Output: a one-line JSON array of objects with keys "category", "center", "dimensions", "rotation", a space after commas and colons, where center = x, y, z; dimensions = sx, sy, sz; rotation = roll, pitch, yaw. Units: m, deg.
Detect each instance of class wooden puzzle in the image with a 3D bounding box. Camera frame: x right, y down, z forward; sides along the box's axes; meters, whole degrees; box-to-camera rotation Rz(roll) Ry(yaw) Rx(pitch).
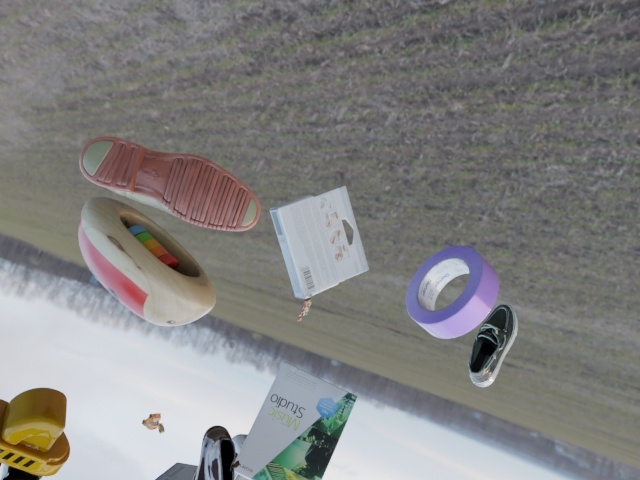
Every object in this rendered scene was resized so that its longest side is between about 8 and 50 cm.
[{"category": "wooden puzzle", "center": [-0.041, 0.186, 1.815], "dimensions": [0.006, 0.083, 0.049], "rotation": [25, -167, 21]}]

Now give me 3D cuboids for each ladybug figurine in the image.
[{"category": "ladybug figurine", "center": [-0.467, 0.061, 1.688], "dimensions": [0.449, 0.162, 0.305], "rotation": [42, -170, 18]}]

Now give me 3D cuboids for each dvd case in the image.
[{"category": "dvd case", "center": [-0.445, 0.837, 2.276], "dimensions": [0.252, 0.022, 0.180], "rotation": [0, -171, 22]}]

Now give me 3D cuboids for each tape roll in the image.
[{"category": "tape roll", "center": [0.389, 0.151, 1.949], "dimensions": [0.090, 0.275, 0.274], "rotation": [39, 162, -30]}]

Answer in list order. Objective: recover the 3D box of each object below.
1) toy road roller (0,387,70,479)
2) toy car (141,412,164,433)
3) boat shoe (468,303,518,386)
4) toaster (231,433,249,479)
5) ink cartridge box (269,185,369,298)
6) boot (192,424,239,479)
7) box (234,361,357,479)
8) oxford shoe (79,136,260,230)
[{"category": "toy road roller", "center": [-0.741, 0.444, 1.522], "dimensions": [0.329, 0.241, 0.202], "rotation": [35, -173, -28]}, {"category": "toy car", "center": [-0.468, 0.535, 1.898], "dimensions": [0.041, 0.060, 0.122], "rotation": [62, -175, 28]}, {"category": "boat shoe", "center": [0.404, 0.233, 1.531], "dimensions": [0.077, 0.219, 0.070], "rotation": [6, 145, 35]}, {"category": "toaster", "center": [-0.233, 0.702, 2.022], "dimensions": [0.146, 0.227, 0.129], "rotation": [25, -167, -36]}, {"category": "ink cartridge box", "center": [0.000, 0.000, 1.915], "dimensions": [0.238, 0.275, 0.060], "rotation": [-21, -169, -30]}, {"category": "boot", "center": [-0.239, 0.556, 1.492], "dimensions": [0.090, 0.249, 0.207], "rotation": [2, 174, -17]}, {"category": "box", "center": [-0.068, 0.524, 1.776], "dimensions": [0.232, 0.322, 0.058], "rotation": [23, 159, 7]}, {"category": "oxford shoe", "center": [-0.320, -0.122, 1.447], "dimensions": [0.396, 0.141, 0.146], "rotation": [23, 173, -3]}]
